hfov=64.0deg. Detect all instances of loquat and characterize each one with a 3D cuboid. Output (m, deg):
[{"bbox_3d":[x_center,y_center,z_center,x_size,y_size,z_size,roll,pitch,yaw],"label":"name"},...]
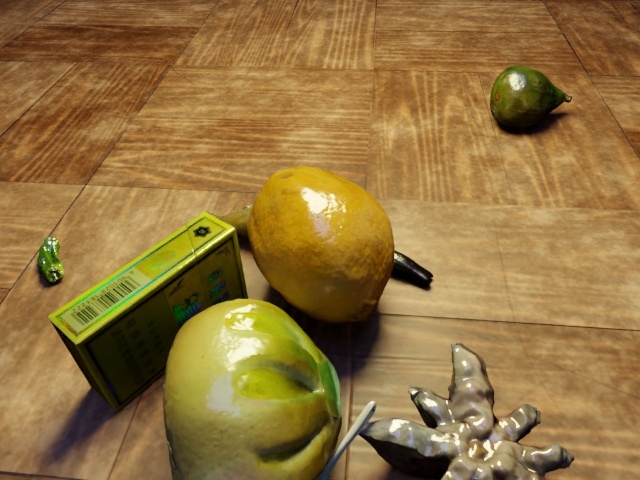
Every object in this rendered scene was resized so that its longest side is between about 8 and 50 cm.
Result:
[{"bbox_3d":[0.000,0.000,0.661,0.176,0.187,0.234,-26,55,-9],"label":"loquat"}]

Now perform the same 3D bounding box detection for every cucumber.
[{"bbox_3d":[0.101,0.027,0.743,0.135,0.034,0.033,20,43,22],"label":"cucumber"}]

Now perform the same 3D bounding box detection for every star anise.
[{"bbox_3d":[0.147,0.214,0.499,0.229,0.093,0.236,7,48,10],"label":"star anise"}]

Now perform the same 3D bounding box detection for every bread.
[{"bbox_3d":[-0.071,0.147,0.512,0.158,0.156,0.260,-18,45,5],"label":"bread"}]

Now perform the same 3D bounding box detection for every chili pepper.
[{"bbox_3d":[-0.401,0.032,0.763,0.030,0.034,0.091,10,31,-39],"label":"chili pepper"}]

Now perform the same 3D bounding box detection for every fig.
[{"bbox_3d":[0.418,-0.280,1.017,0.178,0.117,0.117,-5,41,-28],"label":"fig"}]

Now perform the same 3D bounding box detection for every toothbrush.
[{"bbox_3d":[0.009,0.228,0.502,0.017,0.014,0.162,30,77,39],"label":"toothbrush"}]

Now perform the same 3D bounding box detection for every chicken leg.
[{"bbox_3d":[-0.107,-0.029,0.789,0.198,0.069,0.084,-6,41,5],"label":"chicken leg"}]

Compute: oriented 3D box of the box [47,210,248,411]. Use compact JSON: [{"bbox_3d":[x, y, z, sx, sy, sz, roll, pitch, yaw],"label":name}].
[{"bbox_3d":[-0.189,0.080,0.618,0.064,0.140,0.220,30,52,30],"label":"box"}]
